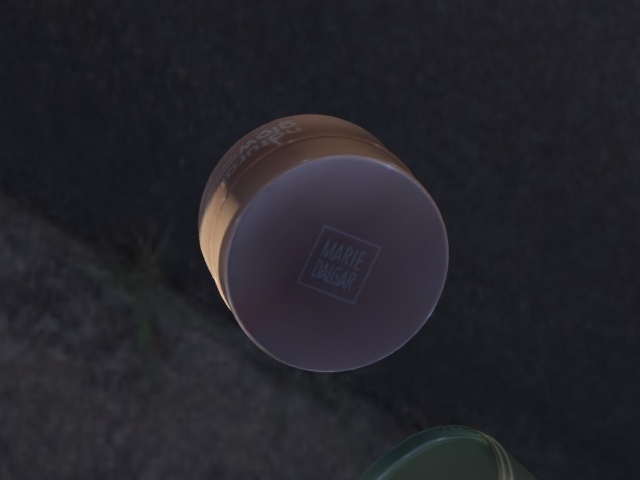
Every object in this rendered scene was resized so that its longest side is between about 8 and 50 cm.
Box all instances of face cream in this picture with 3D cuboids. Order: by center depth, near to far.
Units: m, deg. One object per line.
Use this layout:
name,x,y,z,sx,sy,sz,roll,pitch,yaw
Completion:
face cream,0.000,0.000,1.222,0.149,0.104,0.149,-4,109,-13

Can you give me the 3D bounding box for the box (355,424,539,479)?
box,0.123,0.299,1.706,0.226,0.226,0.149,-32,121,29
